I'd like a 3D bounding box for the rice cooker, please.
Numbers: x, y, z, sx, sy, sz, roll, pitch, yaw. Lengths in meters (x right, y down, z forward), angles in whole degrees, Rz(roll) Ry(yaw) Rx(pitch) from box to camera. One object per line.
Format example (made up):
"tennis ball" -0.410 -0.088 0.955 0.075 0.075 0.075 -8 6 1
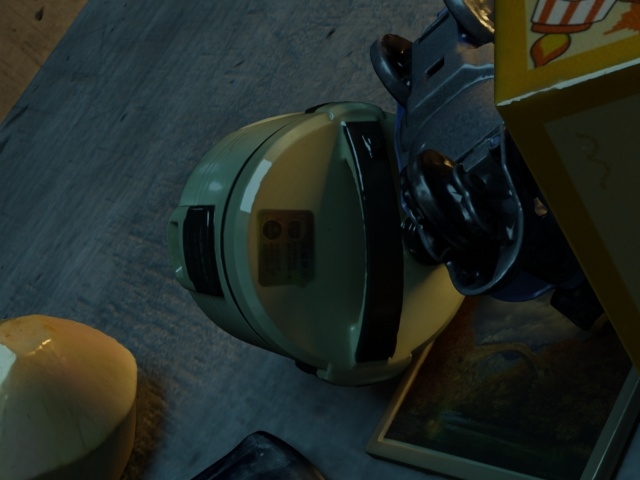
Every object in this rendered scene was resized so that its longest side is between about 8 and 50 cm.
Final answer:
"rice cooker" 0.000 0.000 1.046 0.226 0.226 0.244 -58 24 -11

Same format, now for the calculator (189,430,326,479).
"calculator" -0.066 0.247 1.014 0.177 0.040 0.268 -36 25 -5

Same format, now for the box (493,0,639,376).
"box" 0.230 -0.097 0.658 0.214 0.259 0.283 -16 42 21

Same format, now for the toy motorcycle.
"toy motorcycle" 0.140 -0.061 0.915 0.125 0.213 0.358 -40 25 29

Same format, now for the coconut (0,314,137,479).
"coconut" -0.311 0.183 1.306 0.259 0.259 0.259 -36 32 27

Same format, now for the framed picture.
"framed picture" 0.146 0.100 0.941 0.250 0.016 0.184 4 61 58
